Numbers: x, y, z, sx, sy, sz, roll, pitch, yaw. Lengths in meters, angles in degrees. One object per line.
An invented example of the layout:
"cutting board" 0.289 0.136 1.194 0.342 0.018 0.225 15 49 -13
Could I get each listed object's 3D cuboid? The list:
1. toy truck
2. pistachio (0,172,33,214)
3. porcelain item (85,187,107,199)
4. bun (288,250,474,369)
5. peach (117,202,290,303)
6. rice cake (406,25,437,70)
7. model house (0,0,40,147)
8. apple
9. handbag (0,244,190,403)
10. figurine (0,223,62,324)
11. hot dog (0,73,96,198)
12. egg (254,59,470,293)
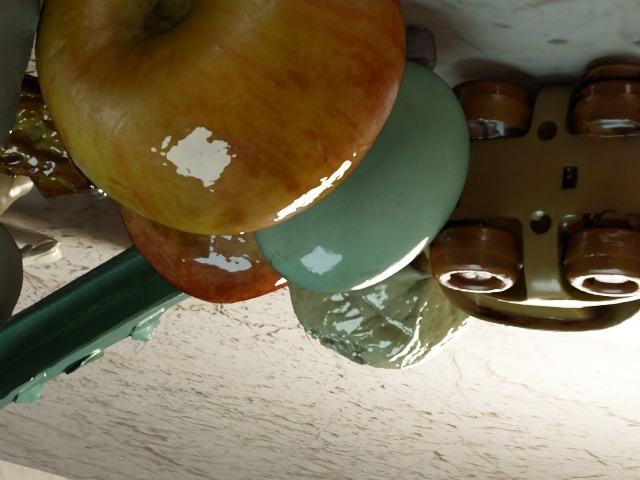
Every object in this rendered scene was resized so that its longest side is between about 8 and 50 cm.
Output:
"toy truck" 0.214 -0.032 1.649 0.288 0.204 0.211 -2 161 22
"pistachio" -0.405 -0.078 1.951 0.185 0.124 0.124 19 159 -8
"porcelain item" -0.249 -0.077 1.832 0.081 0.069 0.216 37 174 -20
"bun" 0.077 0.024 1.836 0.220 0.220 0.134 13 171 -10
"peach" -0.094 -0.057 1.703 0.232 0.232 0.257 23 162 -33
"rice cake" 0.002 -0.174 1.605 0.207 0.036 0.047 5 154 13
"model house" -0.372 -0.180 1.371 0.243 0.298 0.284 21 158 -28
"apple" -0.080 -0.144 1.376 0.286 0.286 0.233 2 165 19
"handbag" -0.282 0.105 2.146 0.326 0.089 0.238 -32 174 -18
"figurine" -0.470 0.058 2.305 0.275 0.226 0.394 -14 175 -21
"hot dog" -0.297 -0.106 1.692 0.175 0.114 0.259 13 -176 -27
"egg" 0.034 -0.056 1.534 0.168 0.231 0.168 28 154 15
